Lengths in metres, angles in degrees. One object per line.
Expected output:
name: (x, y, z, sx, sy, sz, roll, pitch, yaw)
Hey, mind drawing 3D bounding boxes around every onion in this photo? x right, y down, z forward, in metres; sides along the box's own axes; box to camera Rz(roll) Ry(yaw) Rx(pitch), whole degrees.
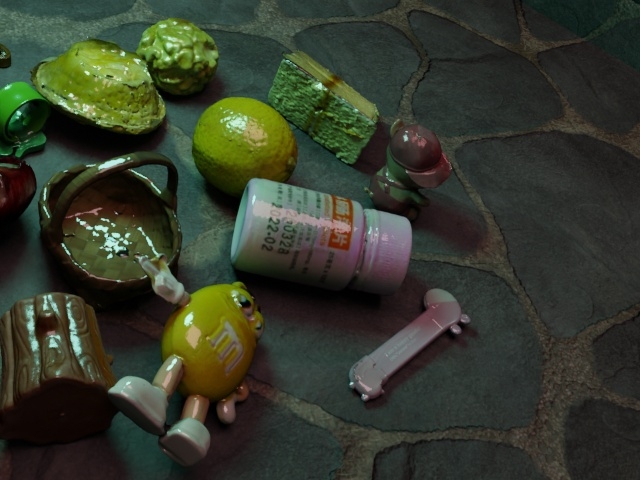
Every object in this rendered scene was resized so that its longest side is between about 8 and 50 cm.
onion: (-0.727, -0.074, 1.573, 0.272, 0.195, 0.272, -7, 10, 1)

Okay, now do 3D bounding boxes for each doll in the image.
doll: (0.233, -0.182, 1.996, 0.196, 0.256, 0.152, 32, 41, 7)
doll: (-0.246, 0.218, 1.466, 0.348, 0.161, 0.423, 39, 43, -48)

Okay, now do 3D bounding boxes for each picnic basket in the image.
picnic basket: (-0.429, -0.062, 1.584, 0.293, 0.337, 0.337, -21, 61, -35)

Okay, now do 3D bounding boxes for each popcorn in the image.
popcorn: (-0.395, -0.507, 2.082, 0.235, 0.181, 0.217, 3, 48, -25)

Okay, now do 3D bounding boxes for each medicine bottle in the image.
medicine bottle: (0.000, 0.000, 1.767, 0.388, 0.219, 0.219, 13, 47, -11)

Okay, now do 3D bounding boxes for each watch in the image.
watch: (-0.712, -0.279, 1.775, 0.131, 0.152, 0.165, 43, 47, 13)

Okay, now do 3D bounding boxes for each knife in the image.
knife: (0.201, 0.237, 1.766, 0.132, 0.038, 0.398, 43, 50, 19)

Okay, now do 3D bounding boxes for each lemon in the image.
lemon: (-0.187, -0.226, 1.874, 0.267, 0.267, 0.267, 11, 47, -13)

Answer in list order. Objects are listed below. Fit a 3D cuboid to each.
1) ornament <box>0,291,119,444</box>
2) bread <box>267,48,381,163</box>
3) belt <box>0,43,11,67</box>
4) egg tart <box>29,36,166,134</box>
ornament: (-0.486, 0.224, 1.385, 0.235, 0.221, 0.217, -14, 51, -16)
bread: (0.042, -0.446, 2.184, 0.345, 0.242, 0.405, 30, 50, 1)
belt: (-0.844, -0.485, 1.982, 0.083, 0.036, 0.059, 37, 48, 14)
egg tart: (-0.542, -0.397, 1.913, 0.345, 0.132, 0.345, 20, 33, -14)
